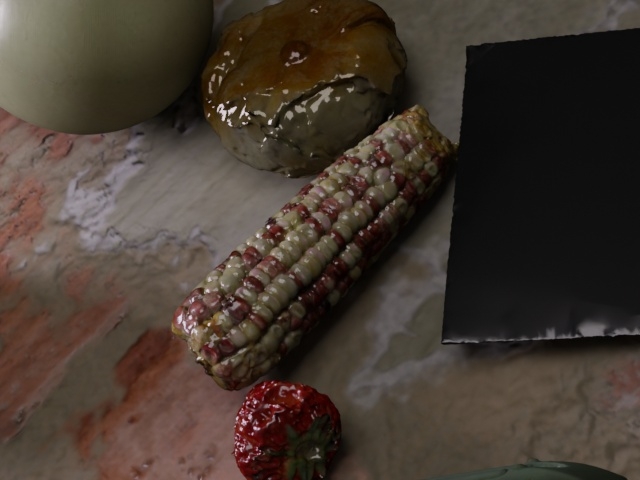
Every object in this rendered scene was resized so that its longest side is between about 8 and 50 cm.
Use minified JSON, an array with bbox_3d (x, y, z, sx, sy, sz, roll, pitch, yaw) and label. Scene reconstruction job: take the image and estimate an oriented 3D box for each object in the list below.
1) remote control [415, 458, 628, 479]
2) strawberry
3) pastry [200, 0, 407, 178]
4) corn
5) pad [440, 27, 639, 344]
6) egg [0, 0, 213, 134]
[{"bbox_3d":[0.007,0.176,1.021,0.335,0.128,0.065,-12,86,16],"label":"remote control"},{"bbox_3d":[-0.027,0.118,1.123,0.073,0.073,0.083,-42,37,-8],"label":"strawberry"},{"bbox_3d":[-0.010,-0.114,1.273,0.153,0.081,0.153,-18,42,17],"label":"pastry"},{"bbox_3d":[0.000,0.000,1.186,0.079,0.079,0.237,32,71,37],"label":"corn"},{"bbox_3d":[0.263,-0.046,1.134,0.368,0.007,0.247,-5,55,17],"label":"pad"},{"bbox_3d":[-0.188,-0.179,1.327,0.188,0.188,0.254,-48,47,-13],"label":"egg"}]
